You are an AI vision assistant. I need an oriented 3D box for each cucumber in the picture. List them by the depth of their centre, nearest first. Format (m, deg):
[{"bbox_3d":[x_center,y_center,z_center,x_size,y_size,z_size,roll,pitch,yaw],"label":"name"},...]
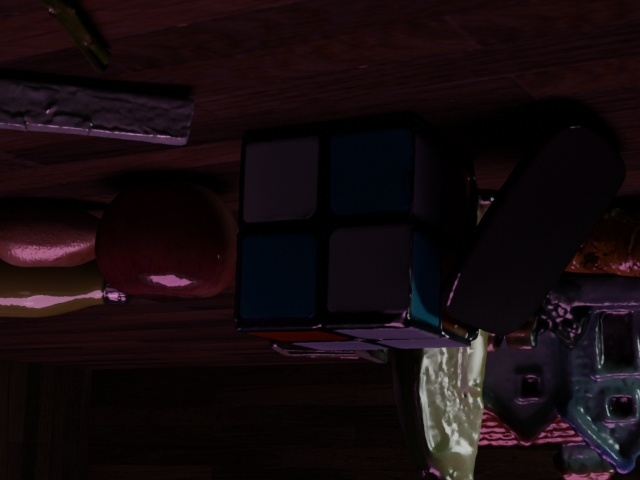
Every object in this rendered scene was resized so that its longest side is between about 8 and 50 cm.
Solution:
[{"bbox_3d":[0.123,0.114,1.220,0.105,0.325,0.145,5,175,-19],"label":"cucumber"}]

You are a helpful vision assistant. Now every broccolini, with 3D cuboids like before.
[{"bbox_3d":[-0.164,-0.142,0.679,0.042,0.044,0.218,-14,174,-1],"label":"broccolini"}]

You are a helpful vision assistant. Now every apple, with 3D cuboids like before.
[{"bbox_3d":[-0.158,-0.001,1.171,0.154,0.119,0.153,1,175,0],"label":"apple"}]

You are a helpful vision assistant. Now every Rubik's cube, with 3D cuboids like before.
[{"bbox_3d":[0.037,0.002,1.006,0.167,0.183,0.180,-5,169,25],"label":"Rubik's cube"}]

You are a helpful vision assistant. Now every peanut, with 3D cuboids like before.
[{"bbox_3d":[-0.306,-0.007,1.278,0.152,0.076,0.076,4,169,-5],"label":"peanut"}]

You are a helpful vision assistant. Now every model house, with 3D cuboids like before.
[{"bbox_3d":[0.297,0.185,1.433,0.295,0.329,0.252,-1,-171,3],"label":"model house"}]

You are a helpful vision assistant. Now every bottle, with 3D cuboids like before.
[{"bbox_3d":[-0.369,0.043,1.431,0.260,0.112,0.112,2,169,-5],"label":"bottle"}]

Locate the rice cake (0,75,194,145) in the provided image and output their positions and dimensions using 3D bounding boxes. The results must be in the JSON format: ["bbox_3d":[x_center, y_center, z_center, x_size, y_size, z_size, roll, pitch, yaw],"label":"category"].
[{"bbox_3d":[-0.218,-0.101,0.849,0.245,0.042,0.045,3,-179,-15],"label":"rice cake"}]

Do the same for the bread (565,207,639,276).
[{"bbox_3d":[0.318,0.003,1.244,0.105,0.075,0.233,6,177,-38],"label":"bread"}]

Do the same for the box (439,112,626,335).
[{"bbox_3d":[0.184,-0.008,0.971,0.042,0.201,0.212,40,-169,28],"label":"box"}]

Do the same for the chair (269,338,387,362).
[{"bbox_3d":[0.015,0.107,1.668,0.147,0.136,0.270,1,171,9],"label":"chair"}]
